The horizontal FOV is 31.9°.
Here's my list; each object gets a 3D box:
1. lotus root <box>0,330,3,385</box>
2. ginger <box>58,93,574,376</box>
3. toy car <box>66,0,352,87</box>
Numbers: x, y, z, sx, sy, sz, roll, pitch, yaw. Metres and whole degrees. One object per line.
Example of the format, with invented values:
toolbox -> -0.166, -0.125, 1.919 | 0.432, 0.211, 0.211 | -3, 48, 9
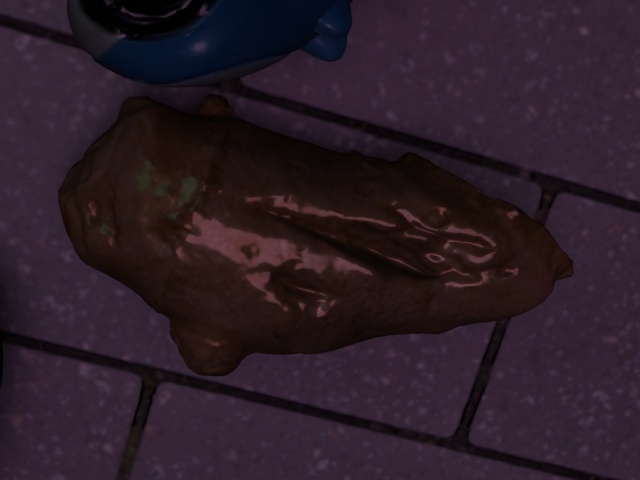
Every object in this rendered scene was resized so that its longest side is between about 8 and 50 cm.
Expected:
lotus root -> -0.286, 0.126, 0.763 | 0.122, 0.124, 0.241 | 15, 102, 0
ginger -> 0.000, 0.000, 0.762 | 0.353, 0.126, 0.190 | 3, 84, -5
toy car -> -0.038, -0.195, 0.677 | 0.190, 0.188, 0.255 | 35, 96, -20
